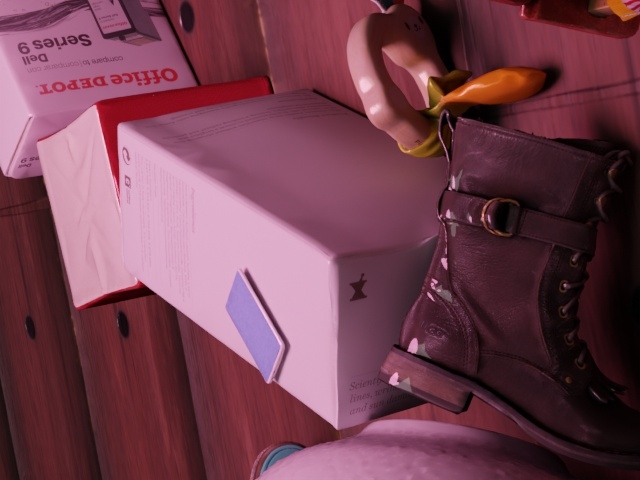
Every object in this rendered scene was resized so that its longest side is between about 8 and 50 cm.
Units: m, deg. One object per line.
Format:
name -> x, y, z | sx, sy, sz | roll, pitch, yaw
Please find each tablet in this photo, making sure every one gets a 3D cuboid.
tablet -> -0.053, 0.069, 1.410 | 0.083, 0.006, 0.054 | 59, 147, 30

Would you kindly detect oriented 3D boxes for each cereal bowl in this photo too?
cereal bowl -> 0.101, 0.227, 1.351 | 0.339, 0.339, 0.141 | -21, 53, 60

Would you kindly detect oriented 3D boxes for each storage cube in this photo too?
storage cube -> -0.152, -0.044, 1.779 | 0.184, 0.193, 0.215 | -18, 84, 60

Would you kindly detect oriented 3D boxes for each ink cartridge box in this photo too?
ink cartridge box -> -0.286, -0.229, 1.927 | 0.289, 0.211, 0.121 | 63, 146, 22

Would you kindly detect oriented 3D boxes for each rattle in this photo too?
rattle -> 0.093, -0.178, 1.437 | 0.143, 0.130, 0.199 | -47, 33, 43

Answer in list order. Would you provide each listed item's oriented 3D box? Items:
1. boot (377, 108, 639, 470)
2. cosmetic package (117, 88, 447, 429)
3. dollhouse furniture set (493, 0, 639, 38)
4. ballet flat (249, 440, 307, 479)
boot -> 0.181, 0.036, 1.297 | 0.091, 0.263, 0.229 | 115, 175, -89
cosmetic package -> 0.000, 0.000, 1.514 | 0.385, 0.217, 0.156 | 35, 131, 53
dollhouse furniture set -> 0.191, -0.311, 0.982 | 0.201, 0.152, 0.374 | -5, 74, 66
ballet flat -> 0.000, 0.359, 1.761 | 0.106, 0.108, 0.316 | 118, 134, -67
